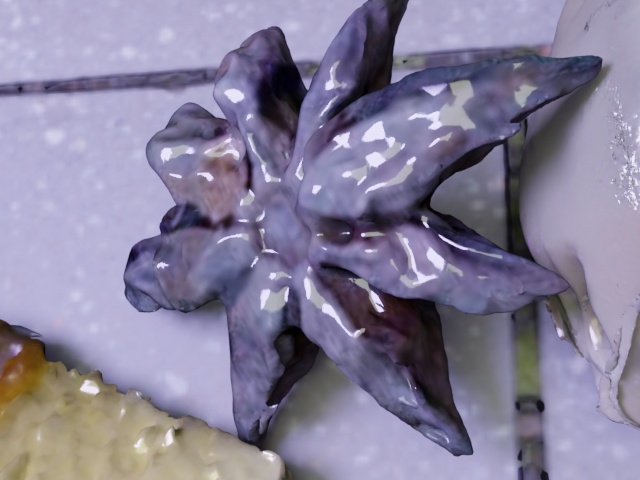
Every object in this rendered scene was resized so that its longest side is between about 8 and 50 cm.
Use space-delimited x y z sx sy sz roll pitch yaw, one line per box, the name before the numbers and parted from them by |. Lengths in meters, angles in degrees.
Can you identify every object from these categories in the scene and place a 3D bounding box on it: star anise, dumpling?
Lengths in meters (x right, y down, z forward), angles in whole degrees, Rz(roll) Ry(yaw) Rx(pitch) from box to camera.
star anise | 0.000 0.000 0.353 0.204 0.061 0.181 -1 97 34
dumpling | 0.141 -0.033 0.342 0.136 0.118 0.199 -4 94 -9

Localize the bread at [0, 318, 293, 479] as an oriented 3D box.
bread | -0.157 0.122 0.357 0.266 0.178 0.142 16 116 18
